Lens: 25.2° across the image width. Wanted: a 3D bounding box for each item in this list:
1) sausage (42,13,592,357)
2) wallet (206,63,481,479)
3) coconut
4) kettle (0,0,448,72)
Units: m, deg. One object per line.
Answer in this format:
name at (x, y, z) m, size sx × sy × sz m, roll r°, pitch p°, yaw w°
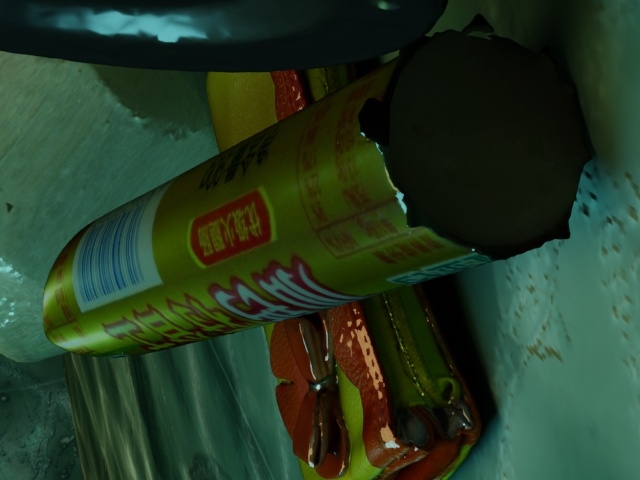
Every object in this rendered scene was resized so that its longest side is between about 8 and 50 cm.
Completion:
sausage at (-0.041, 0.002, 0.582) m, size 0.371 × 0.082 × 0.082 m, roll -21°, pitch 82°, yaw 59°
wallet at (0.000, 0.000, 0.650) m, size 0.141 × 0.067 × 0.241 m, roll 120°, pitch 136°, yaw -66°
coconut at (-0.172, -0.068, 0.899) m, size 0.237 × 0.266 × 0.237 m, roll 40°, pitch 172°, yaw 7°
kettle at (-0.082, -0.228, 0.417) m, size 0.321 × 0.228 × 0.324 m, roll -1°, pitch 80°, yaw 58°
